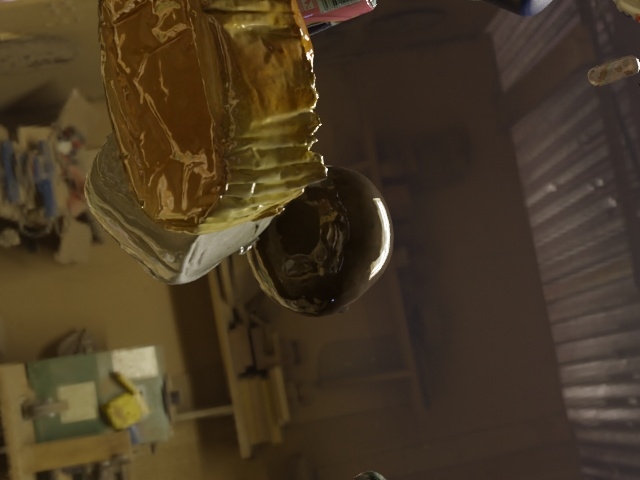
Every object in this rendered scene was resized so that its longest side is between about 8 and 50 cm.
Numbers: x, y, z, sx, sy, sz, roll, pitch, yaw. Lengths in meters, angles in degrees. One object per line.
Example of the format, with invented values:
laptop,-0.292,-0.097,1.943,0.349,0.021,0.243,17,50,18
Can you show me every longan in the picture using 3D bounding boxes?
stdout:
longan,-0.002,-0.002,1.762,0.297,0.297,0.297,170,-90,-86

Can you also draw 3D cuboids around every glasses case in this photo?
glasses case,0.476,-0.275,1.538,0.021,0.083,0.032,-47,116,-48

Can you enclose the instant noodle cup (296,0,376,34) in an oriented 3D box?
instant noodle cup,-0.048,-0.426,1.561,0.244,0.255,0.244,-14,90,-77

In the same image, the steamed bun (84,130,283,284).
steamed bun,-0.207,-0.071,1.454,0.247,0.236,0.383,43,16,4

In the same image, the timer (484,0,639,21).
timer,0.343,-0.318,1.034,0.383,0.270,0.270,34,-17,12

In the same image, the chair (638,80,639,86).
chair,0.682,-0.152,1.655,0.326,0.170,0.160,59,21,-9

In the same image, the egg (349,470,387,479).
egg,0.094,0.554,1.905,0.141,0.141,0.182,-126,-139,-81

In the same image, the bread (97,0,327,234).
bread,-0.092,-0.136,0.825,0.179,0.133,0.250,-15,-91,43
